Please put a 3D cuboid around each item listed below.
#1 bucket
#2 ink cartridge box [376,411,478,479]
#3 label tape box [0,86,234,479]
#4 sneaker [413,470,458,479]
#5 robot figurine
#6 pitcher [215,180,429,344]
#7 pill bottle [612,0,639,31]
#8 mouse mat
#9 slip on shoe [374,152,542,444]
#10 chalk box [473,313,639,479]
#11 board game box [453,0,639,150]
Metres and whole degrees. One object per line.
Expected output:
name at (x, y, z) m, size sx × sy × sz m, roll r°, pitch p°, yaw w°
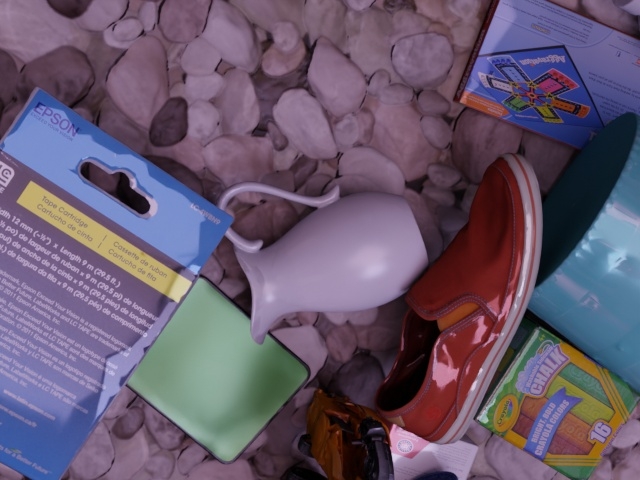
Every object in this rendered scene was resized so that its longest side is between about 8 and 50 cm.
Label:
bucket at (0.345, 0.007, 1.413) m, size 0.183 × 0.281 × 0.281 m, roll 33°, pitch 93°, yaw -6°
ink cartridge box at (0.092, 0.307, 1.537) m, size 0.115 × 0.067 × 0.198 m, roll 20°, pitch 95°, yaw -17°
label tape box at (-0.293, 0.047, 1.361) m, size 0.249 × 0.115 × 0.348 m, roll 34°, pitch 90°, yaw -19°
sneaker at (0.079, 0.359, 1.465) m, size 0.232 × 0.081 × 0.090 m, roll -38°, pitch 109°, yaw -7°
robot figurine at (0.029, 0.273, 1.395) m, size 0.085 × 0.291 × 0.211 m, roll 15°, pitch 99°, yaw -16°
pitcher at (0.000, 0.000, 1.421) m, size 0.207 × 0.125 × 0.178 m, roll -19°, pitch 101°, yaw -1°
pill bottle at (0.462, -0.253, 1.464) m, size 0.264 × 0.146 × 0.146 m, roll 20°, pitch 97°, yaw -18°
mouse mat at (-0.122, 0.149, 1.480) m, size 0.189 × 0.007 × 0.152 m, roll 43°, pitch 90°, yaw -20°
slip on shoe at (0.147, 0.063, 1.381) m, size 0.101 × 0.123 × 0.331 m, roll 14°, pitch 107°, yaw -21°
chalk box at (0.235, 0.161, 1.506) m, size 0.213 × 0.132 × 0.132 m, roll 31°, pitch 93°, yaw -19°
board game box at (0.304, -0.179, 1.503) m, size 0.281 × 0.027 × 0.145 m, roll 19°, pitch 96°, yaw -17°
